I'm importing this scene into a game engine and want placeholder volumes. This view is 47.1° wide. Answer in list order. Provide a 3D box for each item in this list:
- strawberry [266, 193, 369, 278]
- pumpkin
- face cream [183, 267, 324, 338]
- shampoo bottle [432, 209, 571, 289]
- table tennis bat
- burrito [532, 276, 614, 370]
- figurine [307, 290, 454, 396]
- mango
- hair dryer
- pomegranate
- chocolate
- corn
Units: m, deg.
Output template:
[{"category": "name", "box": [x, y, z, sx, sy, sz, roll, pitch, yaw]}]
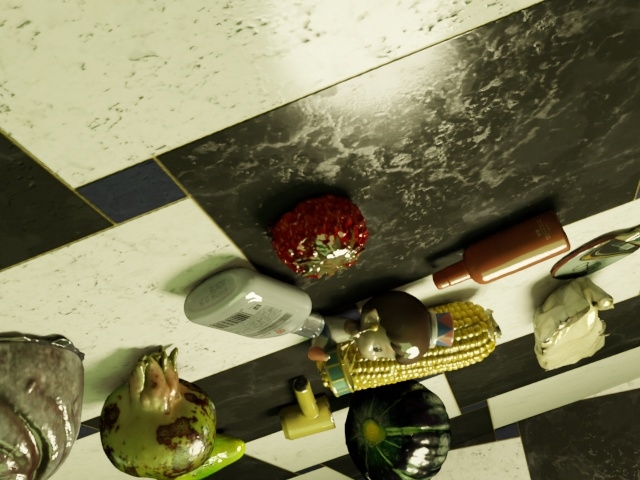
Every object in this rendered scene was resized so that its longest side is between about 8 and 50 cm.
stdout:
[{"category": "strawberry", "box": [0.000, 0.000, 1.055, 0.145, 0.086, 0.145, -16, 154, -8]}, {"category": "pumpkin", "box": [0.213, 0.498, 1.904, 0.296, 0.295, 0.295, -14, 153, -7]}, {"category": "face cream", "box": [-0.090, 0.118, 1.238, 0.144, 0.070, 0.291, -29, 151, 24]}, {"category": "shampoo bottle", "box": [0.315, 0.028, 1.307, 0.244, 0.085, 0.085, -25, 153, 17]}, {"category": "table tennis bat", "box": [0.618, 0.010, 1.525, 0.174, 0.022, 0.301, 9, 145, -43]}, {"category": "burrito", "box": [0.570, 0.182, 1.695, 0.191, 0.135, 0.332, -23, 152, 8]}, {"category": "figurine", "box": [0.117, 0.185, 1.396, 0.276, 0.158, 0.161, -22, 157, 8]}, {"category": "mango", "box": [-0.309, 0.557, 1.902, 0.233, 0.111, 0.125, -17, 158, -4]}, {"category": "hair dryer", "box": [-0.045, 0.412, 1.832, 0.135, 0.090, 0.278, -14, 147, -2]}, {"category": "pomegranate", "box": [-0.309, 0.336, 1.378, 0.222, 0.203, 0.276, 1, 148, -4]}, {"category": "chocolate", "box": [-0.522, 0.303, 1.176, 0.304, 0.212, 0.303, -14, 155, -7]}, {"category": "corn", "box": [0.184, 0.223, 1.540, 0.388, 0.143, 0.144, -14, 153, 0]}]
